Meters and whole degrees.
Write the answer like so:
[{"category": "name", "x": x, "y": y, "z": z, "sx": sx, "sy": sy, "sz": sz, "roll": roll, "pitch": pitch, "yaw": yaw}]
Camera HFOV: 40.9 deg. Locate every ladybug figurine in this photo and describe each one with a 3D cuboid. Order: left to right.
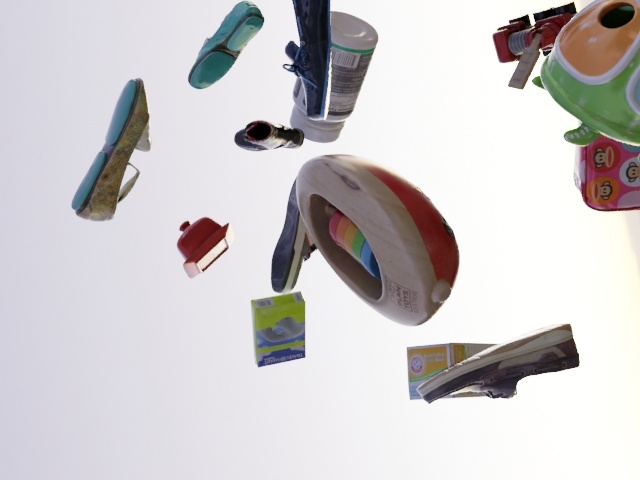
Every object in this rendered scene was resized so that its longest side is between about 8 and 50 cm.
[{"category": "ladybug figurine", "x": 0.115, "y": -0.016, "z": 1.621, "sx": 0.449, "sy": 0.162, "sz": 0.305, "roll": 44, "pitch": 153, "yaw": 44}]

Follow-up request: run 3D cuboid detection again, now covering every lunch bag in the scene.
[{"category": "lunch bag", "x": 0.640, "y": -0.205, "z": 1.696, "sx": 0.120, "sy": 0.258, "sz": 0.293, "roll": -79, "pitch": -16, "yaw": -64}]

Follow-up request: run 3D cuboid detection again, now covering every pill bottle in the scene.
[{"category": "pill bottle", "x": 0.030, "y": -0.489, "z": 2.597, "sx": 0.204, "sy": 0.204, "sz": 0.361, "roll": -72, "pitch": 2, "yaw": -53}]

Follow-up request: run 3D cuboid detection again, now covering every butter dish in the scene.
[{"category": "butter dish", "x": -0.308, "y": -0.002, "z": 2.162, "sx": 0.118, "sy": 0.160, "sz": 0.160, "roll": 45, "pitch": 168, "yaw": 12}]

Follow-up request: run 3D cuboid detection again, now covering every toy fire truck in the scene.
[{"category": "toy fire truck", "x": 0.514, "y": -0.477, "z": 2.143, "sx": 0.246, "sy": 0.217, "sz": 0.158, "roll": -27, "pitch": -74, "yaw": -35}]

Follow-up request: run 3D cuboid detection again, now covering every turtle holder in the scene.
[{"category": "turtle holder", "x": 0.527, "y": -0.268, "z": 1.376, "sx": 0.243, "sy": 0.320, "sz": 0.227, "roll": -75, "pitch": 9, "yaw": -52}]

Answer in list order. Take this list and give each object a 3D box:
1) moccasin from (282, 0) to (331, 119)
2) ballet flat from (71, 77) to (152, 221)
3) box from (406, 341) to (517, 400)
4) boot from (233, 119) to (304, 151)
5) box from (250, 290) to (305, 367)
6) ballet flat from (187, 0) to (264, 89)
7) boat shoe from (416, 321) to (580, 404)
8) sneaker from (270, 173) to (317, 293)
[{"category": "moccasin", "x": -0.031, "y": -0.454, "z": 2.063, "sx": 0.138, "sy": 0.117, "sz": 0.342, "roll": 87, "pitch": -177, "yaw": -79}, {"category": "ballet flat", "x": -0.453, "y": -0.199, "z": 1.964, "sx": 0.348, "sy": 0.123, "sz": 0.123, "roll": -63, "pitch": -20, "yaw": 7}, {"category": "box", "x": 0.272, "y": 0.252, "z": 1.651, "sx": 0.203, "sy": 0.114, "sz": 0.103, "roll": 8, "pitch": -105, "yaw": -43}, {"category": "boot", "x": -0.188, "y": -0.314, "z": 2.526, "sx": 0.178, "sy": 0.236, "sz": 0.085, "roll": 3, "pitch": -90, "yaw": -62}, {"category": "box", "x": -0.086, "y": 0.193, "z": 1.779, "sx": 0.042, "sy": 0.109, "sz": 0.178, "roll": -116, "pitch": 21, "yaw": -51}, {"category": "ballet flat", "x": -0.217, "y": -0.448, "z": 1.946, "sx": 0.083, "sy": 0.247, "sz": 0.087, "roll": 20, "pitch": -140, "yaw": -41}, {"category": "boat shoe", "x": 0.308, "y": 0.227, "z": 1.462, "sx": 0.103, "sy": 0.285, "sz": 0.092, "roll": 79, "pitch": 168, "yaw": -83}, {"category": "sneaker", "x": 0.000, "y": 0.000, "z": 1.942, "sx": 0.178, "sy": 0.124, "sz": 0.295, "roll": 21, "pitch": -107, "yaw": -22}]
